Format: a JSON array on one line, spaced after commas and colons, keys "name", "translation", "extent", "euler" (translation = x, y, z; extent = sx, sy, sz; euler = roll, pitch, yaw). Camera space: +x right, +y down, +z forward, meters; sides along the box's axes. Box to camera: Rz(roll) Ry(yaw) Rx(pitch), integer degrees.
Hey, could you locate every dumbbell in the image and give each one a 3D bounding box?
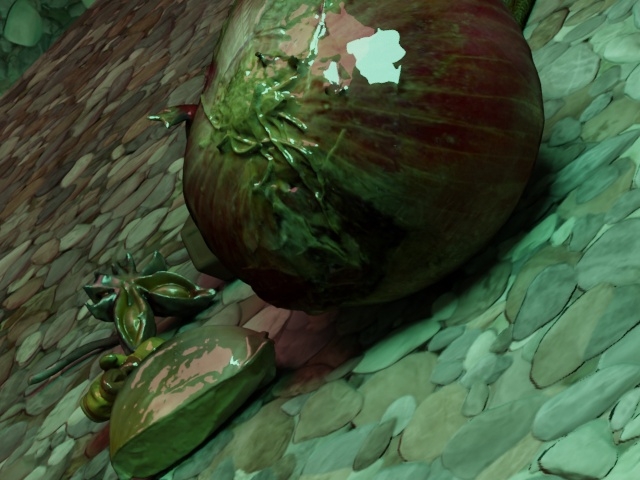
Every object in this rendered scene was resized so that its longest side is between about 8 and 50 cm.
[{"name": "dumbbell", "translation": [-0.046, -0.035, 1.912], "extent": [0.231, 0.092, 0.082], "euler": [-27, -3, 34]}]

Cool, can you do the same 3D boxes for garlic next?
[{"name": "garlic", "translation": [-0.123, 0.141, 1.705], "extent": [0.195, 0.087, 0.101], "euler": [-36, 34, 7]}]

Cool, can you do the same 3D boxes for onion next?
[{"name": "onion", "translation": [0.024, -0.105, 1.606], "extent": [0.353, 0.353, 0.354], "euler": [-36, 21, 16]}]

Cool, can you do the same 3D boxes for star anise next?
[{"name": "star anise", "translation": [-0.228, 0.120, 2.008], "extent": [0.227, 0.218, 0.148], "euler": [96, 180, -53]}]

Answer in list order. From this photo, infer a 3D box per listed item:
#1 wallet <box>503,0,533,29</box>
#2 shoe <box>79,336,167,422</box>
[{"name": "wallet", "translation": [0.181, -0.253, 2.006], "extent": [0.133, 0.039, 0.243], "euler": [-24, 26, 38]}, {"name": "shoe", "translation": [-0.191, 0.144, 1.833], "extent": [0.109, 0.072, 0.069], "euler": [-15, -21, -32]}]
